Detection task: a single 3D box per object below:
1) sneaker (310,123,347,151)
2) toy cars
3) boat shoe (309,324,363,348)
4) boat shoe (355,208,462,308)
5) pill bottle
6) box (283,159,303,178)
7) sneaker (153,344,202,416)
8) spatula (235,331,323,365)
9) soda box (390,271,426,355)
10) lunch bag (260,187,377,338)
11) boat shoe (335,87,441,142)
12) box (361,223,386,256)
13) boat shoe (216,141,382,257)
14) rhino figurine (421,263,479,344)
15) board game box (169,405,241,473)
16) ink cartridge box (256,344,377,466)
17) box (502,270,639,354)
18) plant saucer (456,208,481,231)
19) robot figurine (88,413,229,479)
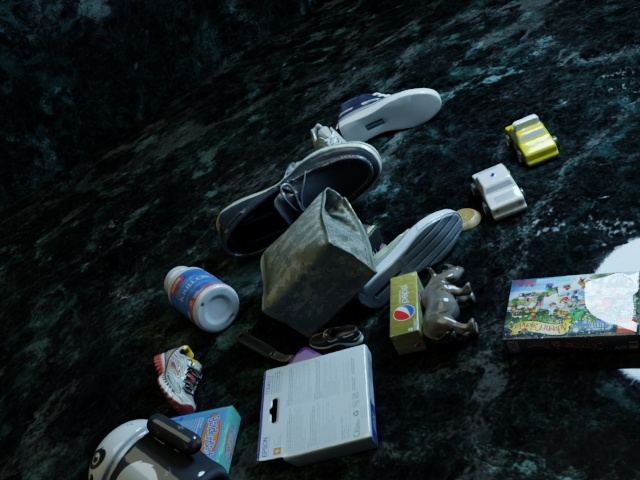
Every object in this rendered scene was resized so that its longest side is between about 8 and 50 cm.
[{"bbox_3d":[0.041,-0.278,2.103,0.099,0.121,0.262,-37,33,-14],"label":"sneaker"},{"bbox_3d":[0.470,-0.202,1.714,0.176,0.087,0.394,5,44,41],"label":"toy cars"},{"bbox_3d":[0.029,0.205,1.501,0.125,0.038,0.046,-7,37,29],"label":"boat shoe"},{"bbox_3d":[0.187,0.028,1.578,0.302,0.109,0.094,-38,32,-12],"label":"boat shoe"},{"bbox_3d":[-0.308,0.138,1.762,0.124,0.124,0.221,-41,34,-21],"label":"pill bottle"},{"bbox_3d":[-0.065,-0.202,2.161,0.094,0.027,0.137,-13,34,20],"label":"box"},{"bbox_3d":[-0.310,0.303,1.562,0.092,0.088,0.225,-29,32,-6],"label":"sneaker"},{"bbox_3d":[-0.093,0.251,1.531,0.296,0.030,0.084,13,52,46],"label":"spatula"},{"bbox_3d":[0.181,0.148,1.452,0.061,0.058,0.181,-16,33,17],"label":"soda box"},{"bbox_3d":[-0.014,0.036,1.592,0.235,0.169,0.287,-47,27,22],"label":"lunch bag"},{"bbox_3d":[0.203,-0.417,2.173,0.340,0.127,0.158,-16,41,19],"label":"boat shoe"},{"bbox_3d":[0.114,0.013,1.670,0.052,0.083,0.062,6,45,42],"label":"box"},{"bbox_3d":[-0.059,-0.095,1.862,0.500,0.187,0.156,-26,30,15],"label":"boat shoe"},{"bbox_3d":[0.258,0.119,1.426,0.106,0.073,0.243,-13,33,16],"label":"rhino figurine"},{"bbox_3d":[-0.273,0.423,1.401,0.210,0.047,0.160,-15,34,19],"label":"board game box"},{"bbox_3d":[-0.006,0.319,1.345,0.224,0.045,0.223,-16,38,14],"label":"ink cartridge box"},{"bbox_3d":[0.462,0.132,1.282,0.233,0.044,0.159,-7,37,29],"label":"box"},{"bbox_3d":[0.339,-0.052,1.663,0.083,0.015,0.083,-19,33,13],"label":"plant saucer"},{"bbox_3d":[-0.277,0.433,1.230,0.278,0.173,0.209,26,69,23],"label":"robot figurine"}]
